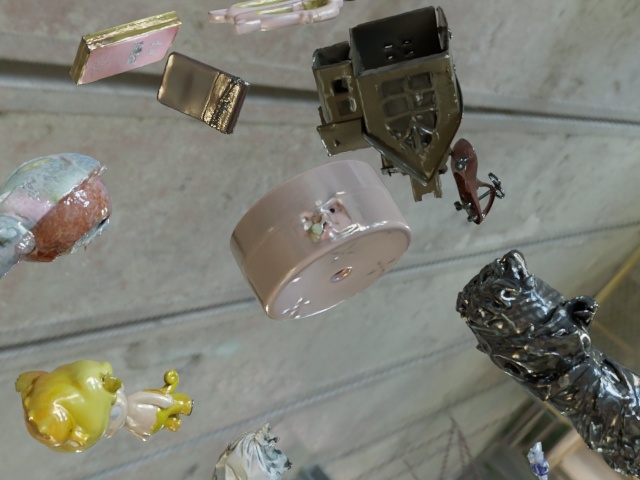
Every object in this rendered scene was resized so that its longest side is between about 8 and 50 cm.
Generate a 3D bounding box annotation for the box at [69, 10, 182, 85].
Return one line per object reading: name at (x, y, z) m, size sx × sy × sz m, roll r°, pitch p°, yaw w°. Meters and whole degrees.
box at (-0.246, -0.243, 1.221) m, size 0.133 × 0.023 × 0.090 m, roll -25°, pitch 172°, yaw -32°

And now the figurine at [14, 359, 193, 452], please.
figurine at (-0.297, 0.227, 1.328) m, size 0.246 × 0.131 × 0.156 m, roll 14°, pitch 120°, yaw -41°

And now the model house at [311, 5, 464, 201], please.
model house at (0.103, -0.161, 1.338) m, size 0.204 × 0.211 × 0.243 m, roll -12°, pitch 122°, yaw 8°

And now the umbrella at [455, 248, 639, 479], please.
umbrella at (0.296, 0.153, 1.061) m, size 0.128 × 0.336 × 0.154 m, roll -45°, pitch 175°, yaw -1°

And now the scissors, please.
scissors at (0.016, -0.314, 1.257) m, size 0.318 × 0.160 × 0.024 m, roll -18°, pitch 118°, yaw -23°

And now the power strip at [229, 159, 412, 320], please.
power strip at (0.000, 0.000, 0.857) m, size 0.154 × 0.078 × 0.154 m, roll -25°, pitch 158°, yaw -11°

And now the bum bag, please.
bum bag at (-0.214, -0.266, 1.743) m, size 0.026 × 0.159 × 0.109 m, roll -61°, pitch 174°, yaw -62°

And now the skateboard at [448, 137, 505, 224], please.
skateboard at (0.239, -0.094, 1.512) m, size 0.080 × 0.067 × 0.151 m, roll -33°, pitch 126°, yaw -13°

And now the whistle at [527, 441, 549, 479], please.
whistle at (0.352, 0.358, 1.553) m, size 0.033 × 0.029 × 0.083 m, roll -41°, pitch 128°, yaw -24°

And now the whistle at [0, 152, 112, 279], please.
whistle at (-0.362, -0.004, 1.166) m, size 0.142 × 0.133 × 0.346 m, roll -10°, pitch -152°, yaw 35°

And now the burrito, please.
burrito at (-0.129, 0.401, 1.352) m, size 0.139 × 0.101 × 0.445 m, roll -81°, pitch -170°, yaw -61°
